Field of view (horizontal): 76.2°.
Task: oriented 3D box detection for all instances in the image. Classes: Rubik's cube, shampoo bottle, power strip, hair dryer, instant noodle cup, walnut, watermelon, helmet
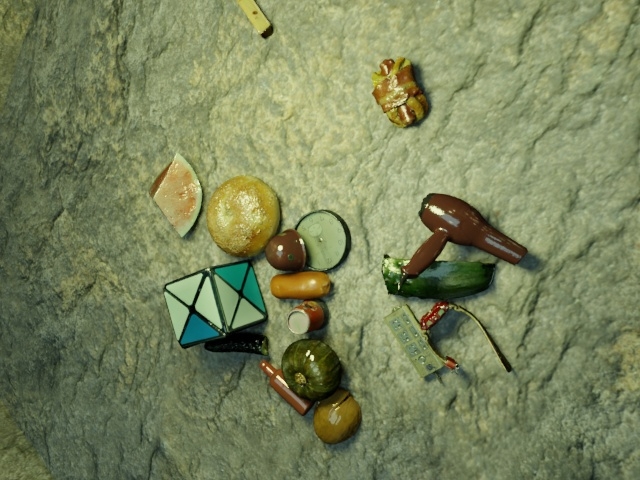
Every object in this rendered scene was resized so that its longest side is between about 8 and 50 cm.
[{"bbox_3d":[-0.380,0.228,1.492,0.249,0.248,0.247,-20,86,26],"label":"Rubik's cube"},{"bbox_3d":[-0.127,0.525,1.484,0.244,0.085,0.086,35,107,22],"label":"shampoo bottle"},{"bbox_3d":[0.304,0.330,1.287,0.092,0.034,0.268,-37,78,23],"label":"power strip"},{"bbox_3d":[0.349,0.046,1.124,0.312,0.123,0.340,37,71,20],"label":"hair dryer"},{"bbox_3d":[-0.048,0.262,1.395,0.127,0.135,0.127,1,93,25],"label":"instant noodle cup"},{"bbox_3d":[0.044,0.620,1.403,0.167,0.087,0.211,27,105,18],"label":"walnut"},{"bbox_3d":[-0.574,-0.191,1.607,0.256,0.176,0.260,33,85,12],"label":"watermelon"},{"bbox_3d":[-0.139,0.040,1.406,0.175,0.106,0.155,14,110,55],"label":"helmet"}]

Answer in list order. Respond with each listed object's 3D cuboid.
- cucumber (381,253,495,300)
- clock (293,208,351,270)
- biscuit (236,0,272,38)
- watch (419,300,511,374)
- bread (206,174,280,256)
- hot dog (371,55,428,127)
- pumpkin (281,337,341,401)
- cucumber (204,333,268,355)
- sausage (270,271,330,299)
[{"bbox_3d":[0.346,0.113,1.219,0.325,0.105,0.145,0,93,23],"label":"cucumber"},{"bbox_3d":[0.000,0.000,1.407,0.214,0.042,0.215,2,95,25],"label":"clock"},{"bbox_3d":[-0.235,-0.809,1.460,0.056,0.052,0.188,-35,79,11],"label":"biscuit"},{"bbox_3d":[0.414,0.304,1.204,0.164,0.102,0.268,-38,80,13],"label":"watch"},{"bbox_3d":[-0.291,-0.087,1.476,0.305,0.158,0.306,2,95,27],"label":"bread"},{"bbox_3d":[0.235,-0.446,1.230,0.146,0.103,0.213,-28,82,24],"label":"hot dog"},{"bbox_3d":[-0.029,0.436,1.388,0.223,0.157,0.224,11,112,28],"label":"pumpkin"},{"bbox_3d":[-0.331,0.398,1.576,0.303,0.072,0.081,-4,92,26],"label":"cucumber"},{"bbox_3d":[-0.074,0.159,1.427,0.238,0.098,0.098,-5,91,27],"label":"sausage"}]
